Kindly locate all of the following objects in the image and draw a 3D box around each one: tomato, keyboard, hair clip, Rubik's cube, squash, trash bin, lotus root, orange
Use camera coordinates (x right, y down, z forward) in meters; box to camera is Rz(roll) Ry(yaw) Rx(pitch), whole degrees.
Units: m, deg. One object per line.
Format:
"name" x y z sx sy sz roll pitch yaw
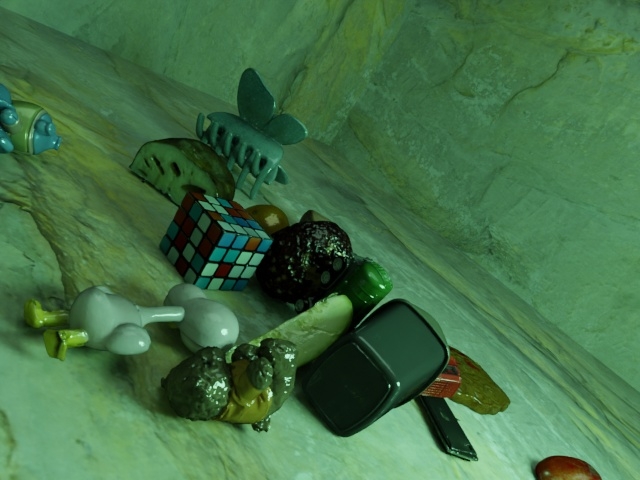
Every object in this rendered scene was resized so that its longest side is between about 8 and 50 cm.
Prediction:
"tomato" 0.564 0.533 1.258 0.159 0.091 0.139 37 16 23
"keyboard" 0.267 0.388 1.247 0.093 0.025 0.230 24 18 -20
"hair clip" -0.251 -0.324 1.943 0.318 0.392 0.238 37 42 10
"Rubik's cube" -0.225 0.005 1.231 0.154 0.151 0.155 9 27 -51
"squash" -0.047 0.187 1.050 0.093 0.169 0.252 59 23 10
"trash bin" 0.114 0.235 1.088 0.182 0.209 0.290 50 26 16
"lotus root" -0.338 -0.186 1.596 0.267 0.149 0.260 37 17 6
"orange" -0.152 -0.016 1.450 0.159 0.158 0.136 -123 -166 -55

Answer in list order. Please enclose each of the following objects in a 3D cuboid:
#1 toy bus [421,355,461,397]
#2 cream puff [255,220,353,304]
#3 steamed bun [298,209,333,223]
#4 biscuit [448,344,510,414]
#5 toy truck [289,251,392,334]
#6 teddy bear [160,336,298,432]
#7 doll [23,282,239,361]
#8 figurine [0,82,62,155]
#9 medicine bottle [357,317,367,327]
"toy bus" 0.215 0.295 1.282 0.195 0.081 0.089 13 31 -20
"cream puff" -0.036 0.057 1.323 0.239 0.239 0.165 10 58 -52
"steamed bun" 0.000 0.000 1.757 0.144 0.106 0.175 30 29 -28
"biscuit" 0.371 0.353 1.506 0.272 0.049 0.257 17 23 -39
"toy truck" 0.045 0.132 1.205 0.101 0.242 0.125 16 35 -43
"teddy bear" -0.138 0.215 0.849 0.190 0.140 0.177 10 -16 -33
"doll" -0.266 0.125 0.912 0.160 0.094 0.365 33 13 36
"figurine" -0.677 -0.264 1.188 0.261 0.154 0.180 20 8 -24
"medicine bottle" 0.073 0.208 1.352 0.058 0.058 0.091 40 18 26
